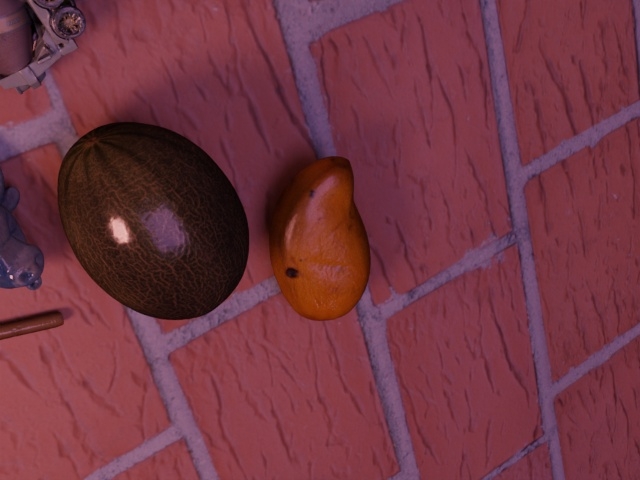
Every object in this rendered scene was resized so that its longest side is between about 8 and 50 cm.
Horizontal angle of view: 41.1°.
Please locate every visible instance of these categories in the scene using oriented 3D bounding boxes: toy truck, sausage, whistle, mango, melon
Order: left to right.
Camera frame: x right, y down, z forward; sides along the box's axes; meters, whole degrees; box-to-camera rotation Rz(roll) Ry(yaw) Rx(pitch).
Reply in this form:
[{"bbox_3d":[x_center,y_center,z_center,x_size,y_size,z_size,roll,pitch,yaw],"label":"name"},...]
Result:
[{"bbox_3d":[-0.470,-0.022,1.136,0.269,0.093,0.180,51,53,-35],"label":"whistle"},{"bbox_3d":[-0.401,-0.317,1.068,0.140,0.108,0.256,-32,126,-4],"label":"toy truck"},{"bbox_3d":[-0.444,0.129,1.250,0.132,0.024,0.024,-12,113,-31],"label":"sausage"},{"bbox_3d":[-0.233,-0.027,1.200,0.237,0.237,0.301,-43,123,-13],"label":"melon"},{"bbox_3d":[-0.002,-0.001,1.440,0.177,0.120,0.294,-15,113,-20],"label":"mango"}]
